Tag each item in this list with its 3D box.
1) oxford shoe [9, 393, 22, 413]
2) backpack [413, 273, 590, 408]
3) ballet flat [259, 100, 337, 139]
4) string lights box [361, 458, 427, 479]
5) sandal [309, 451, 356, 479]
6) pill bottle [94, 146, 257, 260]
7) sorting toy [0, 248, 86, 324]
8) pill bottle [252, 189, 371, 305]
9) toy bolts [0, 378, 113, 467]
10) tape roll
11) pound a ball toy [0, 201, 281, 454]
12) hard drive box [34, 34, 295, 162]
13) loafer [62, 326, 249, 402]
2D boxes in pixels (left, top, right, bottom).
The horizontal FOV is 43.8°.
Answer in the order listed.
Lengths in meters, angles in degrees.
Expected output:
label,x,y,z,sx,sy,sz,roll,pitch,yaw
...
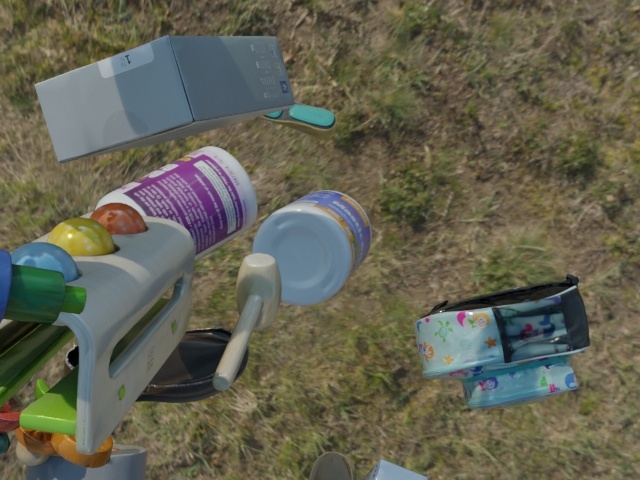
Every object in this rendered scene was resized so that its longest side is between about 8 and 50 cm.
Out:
label,x,y,z,sx,sy,sz,roll,pitch,yaw
oxford shoe,-0.641,0.316,1.390,0.123,0.348,0.130,43,84,9
backpack,0.276,0.164,1.240,0.253,0.225,0.191,-6,80,7
ballet flat,-0.079,-0.273,1.742,0.232,0.073,0.080,21,64,2
string lights box,0.082,0.431,1.215,0.076,0.260,0.133,21,64,3
sandal,0.013,0.402,1.038,0.088,0.079,0.240,4,72,21
pill bottle,-0.265,-0.028,1.325,0.301,0.169,0.169,-33,96,-35
sorting toy,-0.186,-0.099,0.480,0.126,0.127,0.366,13,50,-34
pill bottle,0.000,0.000,1.279,0.152,0.272,0.152,3,102,13
toy bolts,-0.478,0.339,1.294,0.228,0.218,0.158,17,107,-50
tape roll,-0.440,0.430,1.503,0.219,0.219,0.072,4,82,-16
pound a ball toy,-0.153,0.046,0.666,0.208,0.319,0.136,6,104,5
hard drive box,-0.163,-0.162,0.895,0.181,0.232,0.089,-12,98,25
loafer,-0.319,0.237,1.520,0.365,0.130,0.134,-11,57,-6
